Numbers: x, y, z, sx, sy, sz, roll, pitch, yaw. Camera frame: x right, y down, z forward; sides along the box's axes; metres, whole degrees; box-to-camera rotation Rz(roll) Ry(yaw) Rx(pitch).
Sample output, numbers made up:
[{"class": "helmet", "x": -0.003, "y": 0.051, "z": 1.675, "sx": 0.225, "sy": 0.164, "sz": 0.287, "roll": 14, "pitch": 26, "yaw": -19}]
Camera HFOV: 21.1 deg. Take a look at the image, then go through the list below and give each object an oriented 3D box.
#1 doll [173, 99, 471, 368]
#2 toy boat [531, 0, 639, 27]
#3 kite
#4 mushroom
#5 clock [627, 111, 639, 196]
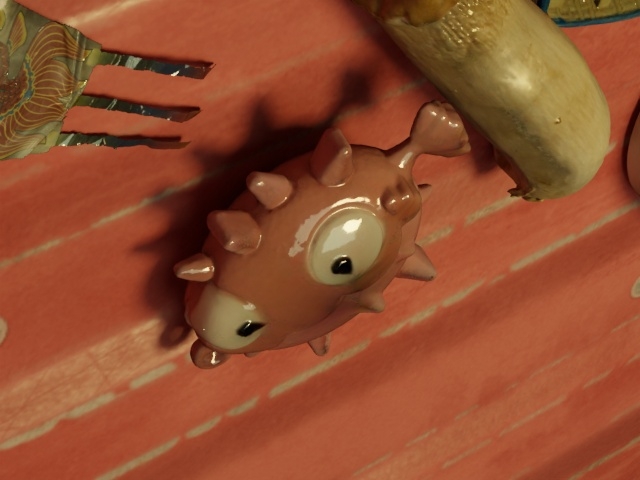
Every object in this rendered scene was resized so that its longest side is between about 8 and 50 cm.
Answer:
[{"class": "doll", "x": 0.000, "y": 0.000, "z": 1.192, "sx": 0.262, "sy": 0.093, "sz": 0.211, "roll": -39, "pitch": 146, "yaw": 12}, {"class": "toy boat", "x": 0.237, "y": -0.204, "z": 1.271, "sx": 0.229, "sy": 0.046, "sz": 0.080, "roll": -17, "pitch": 136, "yaw": -35}, {"class": "kite", "x": -0.149, "y": -0.089, "z": 1.023, "sx": 0.229, "sy": 0.016, "sz": 0.127, "roll": -2, "pitch": 131, "yaw": -44}, {"class": "mushroom", "x": 0.125, "y": -0.117, "z": 1.193, "sx": 0.351, "sy": 0.123, "sz": 0.095, "roll": 46, "pitch": 60, "yaw": -56}, {"class": "clock", "x": 0.372, "y": -0.107, "z": 1.484, "sx": 0.230, "sy": 0.083, "sz": 0.230, "roll": -25, "pitch": 141, "yaw": -22}]
